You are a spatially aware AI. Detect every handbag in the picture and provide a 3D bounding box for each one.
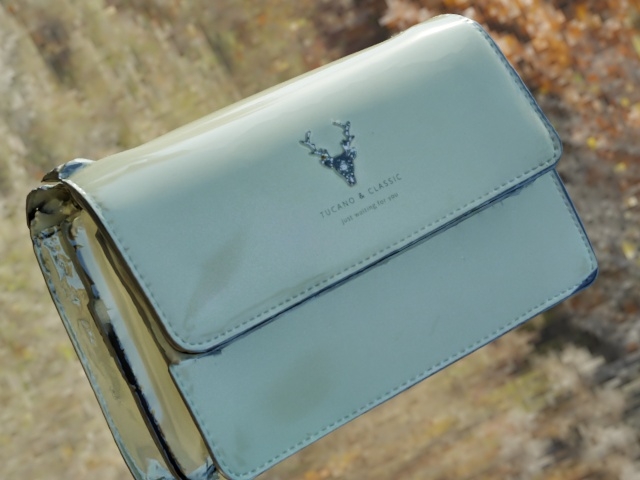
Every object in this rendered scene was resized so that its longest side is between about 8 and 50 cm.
[{"bbox_3d":[0.000,0.000,1.180,0.160,0.358,0.237,-27,-90,59],"label":"handbag"}]
